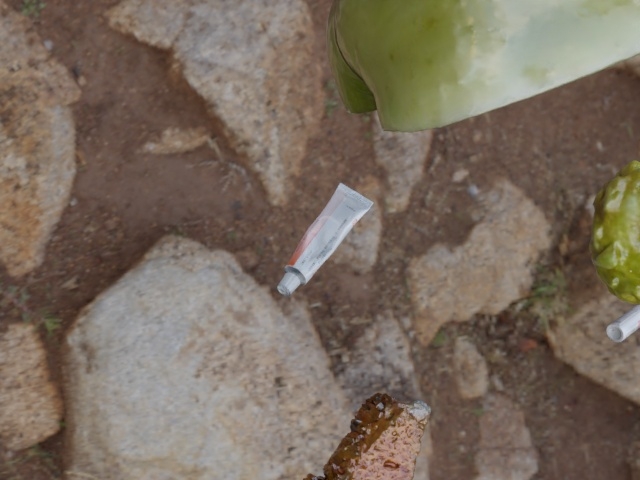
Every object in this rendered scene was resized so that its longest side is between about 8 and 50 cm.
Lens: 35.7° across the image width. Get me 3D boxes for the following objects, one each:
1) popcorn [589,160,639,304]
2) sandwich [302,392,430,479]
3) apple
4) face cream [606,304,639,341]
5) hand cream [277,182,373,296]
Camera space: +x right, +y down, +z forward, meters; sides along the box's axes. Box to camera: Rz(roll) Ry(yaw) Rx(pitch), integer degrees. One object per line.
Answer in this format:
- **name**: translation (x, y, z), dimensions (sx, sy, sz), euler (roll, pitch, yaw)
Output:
- **popcorn**: translation (0.446, -0.011, 1.292), dimensions (0.155, 0.197, 0.198), euler (-19, 91, -50)
- **sandwich**: translation (0.073, 0.365, 1.465), dimensions (0.301, 0.162, 0.250), euler (-59, 152, 8)
- **apple**: translation (0.195, -0.219, 1.005), dimensions (0.312, 0.360, 0.320), euler (77, -12, -60)
- **face cream**: translation (0.532, 0.131, 1.680), dimensions (0.130, 0.034, 0.034), euler (-26, 97, -38)
- **hand cream**: translation (0.000, -0.001, 1.443), dimensions (0.052, 0.038, 0.216), euler (50, 54, -16)
